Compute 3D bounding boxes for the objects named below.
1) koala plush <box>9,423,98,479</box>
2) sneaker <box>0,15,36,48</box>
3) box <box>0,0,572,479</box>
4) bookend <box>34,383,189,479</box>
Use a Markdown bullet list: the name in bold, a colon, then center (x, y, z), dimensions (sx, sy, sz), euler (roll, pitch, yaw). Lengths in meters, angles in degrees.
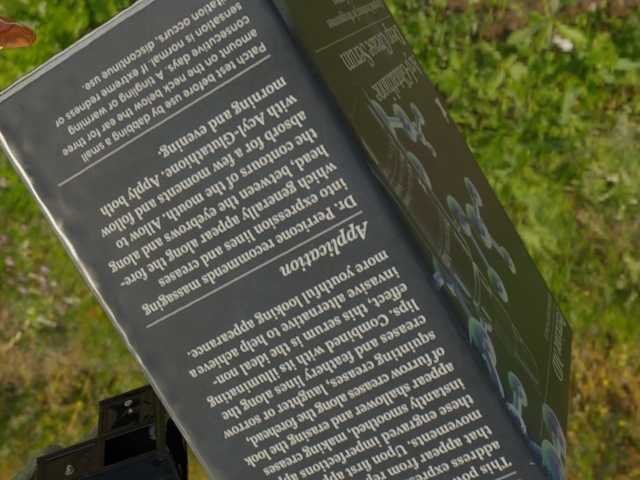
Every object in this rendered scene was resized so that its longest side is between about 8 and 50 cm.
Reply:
- **koala plush**: center (-0.260, 0.356, 1.218), dimensions (0.196, 0.203, 0.221), euler (-27, 106, 39)
- **sneaker**: center (-0.471, -0.269, 1.458), dimensions (0.175, 0.067, 0.064), euler (-4, 175, -32)
- **box**: center (0.000, 0.000, 0.795), dimensions (0.212, 0.293, 0.395), euler (-28, 98, 20)
- **bookend**: center (-0.220, 0.218, 1.105), dimensions (0.156, 0.157, 0.072), euler (-19, 117, 1)
